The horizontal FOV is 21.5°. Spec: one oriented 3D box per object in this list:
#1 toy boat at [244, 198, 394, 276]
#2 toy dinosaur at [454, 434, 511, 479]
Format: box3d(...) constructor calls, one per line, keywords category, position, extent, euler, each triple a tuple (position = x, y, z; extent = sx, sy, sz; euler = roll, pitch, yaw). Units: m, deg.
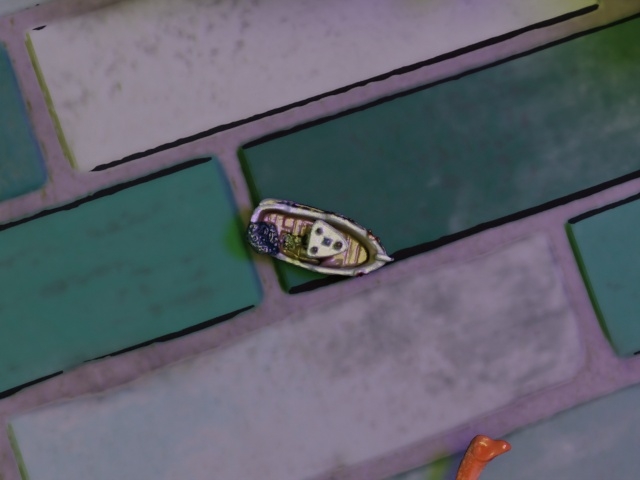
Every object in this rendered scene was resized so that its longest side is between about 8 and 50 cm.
box3d(category="toy boat", position=(0.000, 0.000, 0.930), extent=(0.083, 0.038, 0.038), euler=(15, 83, -4))
box3d(category="toy dinosaur", position=(0.123, 0.244, 0.909), extent=(0.101, 0.055, 0.280), euler=(-2, 87, 16))
